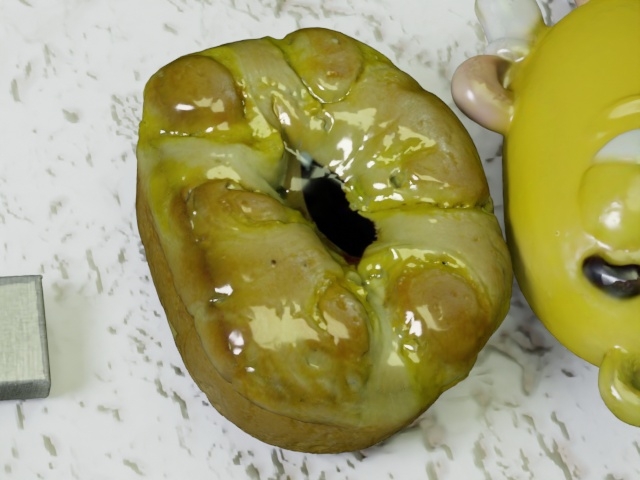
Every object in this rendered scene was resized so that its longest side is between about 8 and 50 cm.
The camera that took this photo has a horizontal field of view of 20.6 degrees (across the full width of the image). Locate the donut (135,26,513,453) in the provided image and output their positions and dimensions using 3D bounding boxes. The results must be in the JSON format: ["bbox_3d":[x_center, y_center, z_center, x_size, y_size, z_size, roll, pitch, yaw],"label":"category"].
[{"bbox_3d":[0.000,0.000,1.062,0.209,0.128,0.261,-6,62,-17],"label":"donut"}]

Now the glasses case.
[{"bbox_3d":[-0.262,0.062,1.016,0.205,0.047,0.070,-3,68,-14],"label":"glasses case"}]

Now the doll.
[{"bbox_3d":[0.246,-0.090,1.158,0.348,0.161,0.423,-10,57,-23],"label":"doll"}]
